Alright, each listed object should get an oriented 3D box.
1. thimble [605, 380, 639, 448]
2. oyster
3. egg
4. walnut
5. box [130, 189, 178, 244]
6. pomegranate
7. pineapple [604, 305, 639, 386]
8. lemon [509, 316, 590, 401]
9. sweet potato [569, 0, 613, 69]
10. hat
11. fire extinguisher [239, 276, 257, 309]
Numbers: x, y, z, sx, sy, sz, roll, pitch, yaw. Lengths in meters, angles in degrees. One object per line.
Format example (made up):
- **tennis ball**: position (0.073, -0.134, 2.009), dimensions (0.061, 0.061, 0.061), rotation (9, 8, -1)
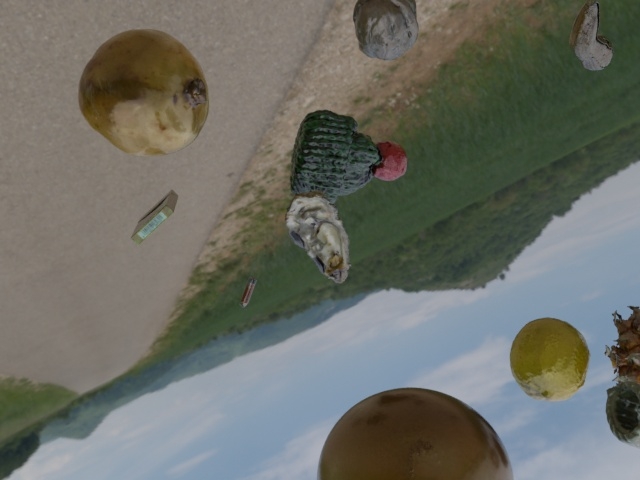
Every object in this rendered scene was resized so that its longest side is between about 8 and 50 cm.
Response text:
- **thimble**: position (0.471, 0.258, 0.833), dimensions (0.110, 0.062, 0.085), rotation (-77, -171, -74)
- **oyster**: position (0.002, -0.002, 1.389), dimensions (0.128, 0.079, 0.345), rotation (-28, 139, -1)
- **egg**: position (0.145, 0.382, 0.910), dimensions (0.282, 0.283, 0.351), rotation (-23, 171, -33)
- **walnut**: position (0.193, -0.651, 1.675), dimensions (0.224, 0.224, 0.224), rotation (-26, 176, -2)
- **box**: position (-0.422, -0.064, 1.451), dimensions (0.121, 0.030, 0.193), rotation (-42, -160, 3)
- **pomegranate**: position (-0.409, -0.339, 1.313), dimensions (0.307, 0.308, 0.307), rotation (-26, 176, -2)
- **pineapple**: position (0.828, 0.286, 1.235), dimensions (0.352, 0.353, 0.300), rotation (-23, 180, -38)
- **lemon**: position (0.526, 0.274, 1.301), dimensions (0.180, 0.193, 0.181), rotation (4, 156, 2)
- **sweet potato**: position (0.575, -0.426, 1.206), dimensions (0.233, 0.062, 0.081), rotation (18, 104, -55)
- **hat**: position (0.084, -0.217, 1.600), dimensions (0.332, 0.242, 0.274), rotation (9, 161, -6)
- **fire extinguisher**: position (-0.182, 0.135, 1.426), dimensions (0.028, 0.083, 0.022), rotation (18, -174, -19)
